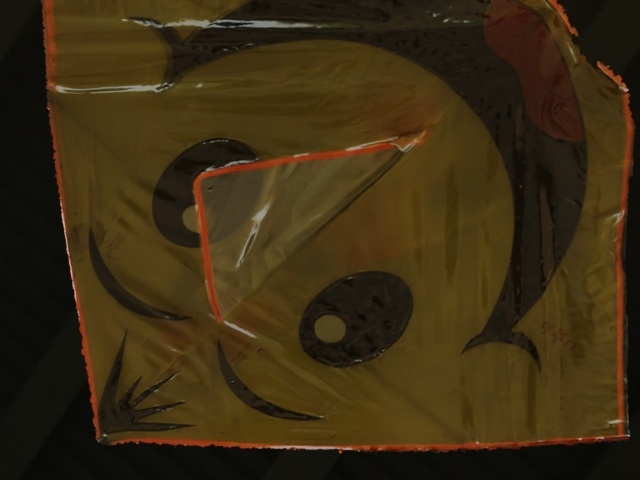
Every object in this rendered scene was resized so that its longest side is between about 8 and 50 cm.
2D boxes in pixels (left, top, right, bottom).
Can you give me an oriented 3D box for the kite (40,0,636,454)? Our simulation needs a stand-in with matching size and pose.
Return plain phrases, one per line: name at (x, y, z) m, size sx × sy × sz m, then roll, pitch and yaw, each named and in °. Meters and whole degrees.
kite at (0.000, 0.001, 0.764) m, size 0.327 × 0.013 × 0.377 m, roll -42°, pitch -71°, yaw 18°
